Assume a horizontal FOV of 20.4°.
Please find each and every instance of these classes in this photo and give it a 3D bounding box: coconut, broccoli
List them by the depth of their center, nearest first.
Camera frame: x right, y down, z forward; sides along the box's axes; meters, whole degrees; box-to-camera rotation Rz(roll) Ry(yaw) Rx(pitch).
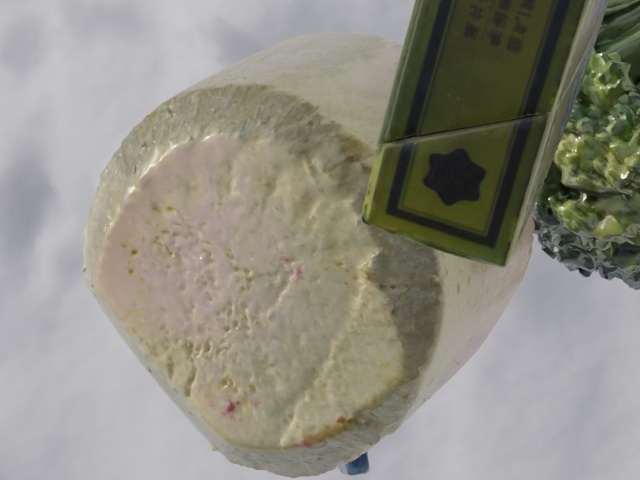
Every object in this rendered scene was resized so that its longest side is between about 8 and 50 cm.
[{"bbox_3d":[0.000,0.000,1.031,0.239,0.244,0.239,5,106,19],"label":"coconut"},{"bbox_3d":[0.238,-0.088,1.198,0.375,0.302,0.249,35,59,0],"label":"broccoli"}]

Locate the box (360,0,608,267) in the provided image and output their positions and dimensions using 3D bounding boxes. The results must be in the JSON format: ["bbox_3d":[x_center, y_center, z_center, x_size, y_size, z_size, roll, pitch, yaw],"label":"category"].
[{"bbox_3d":[0.081,-0.117,0.637,0.064,0.141,0.220,17,121,8],"label":"box"}]

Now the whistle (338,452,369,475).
[{"bbox_3d":[0.041,0.075,1.209,0.090,0.090,0.158,-7,94,24],"label":"whistle"}]
